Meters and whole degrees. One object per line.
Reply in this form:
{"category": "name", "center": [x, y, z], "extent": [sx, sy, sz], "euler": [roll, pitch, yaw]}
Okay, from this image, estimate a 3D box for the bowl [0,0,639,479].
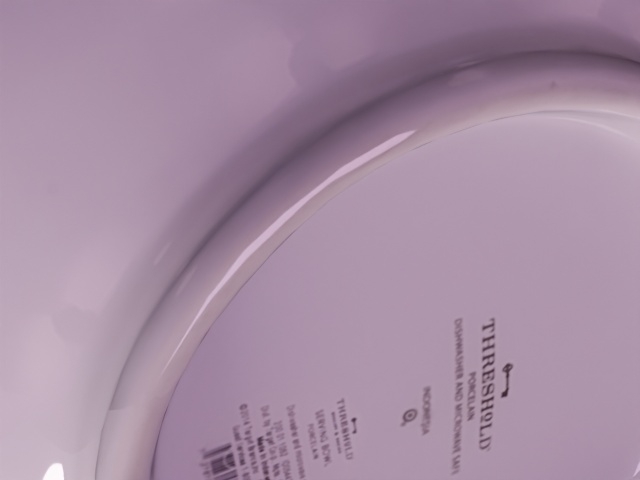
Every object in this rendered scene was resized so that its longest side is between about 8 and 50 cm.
{"category": "bowl", "center": [0.000, 0.000, 0.399], "extent": [0.298, 0.134, 0.298], "euler": [-15, 126, -22]}
